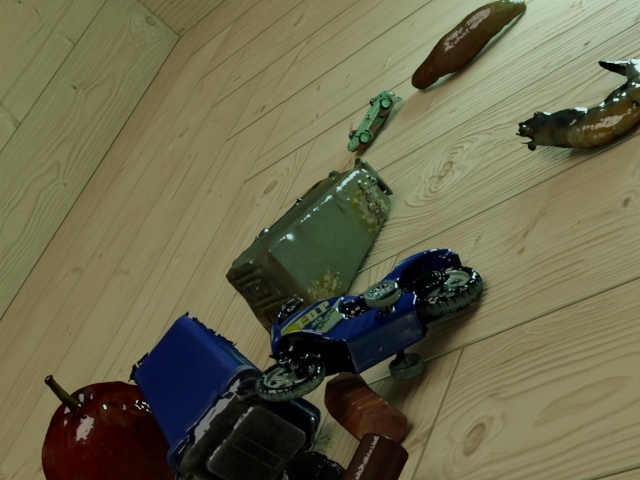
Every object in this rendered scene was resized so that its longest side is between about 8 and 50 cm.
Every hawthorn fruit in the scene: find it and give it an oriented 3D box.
[{"bbox_3d":[-0.285,0.281,1.959,0.210,0.266,0.230,-44,28,1],"label":"hawthorn fruit"}]

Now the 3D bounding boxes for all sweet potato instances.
[{"bbox_3d":[0.215,-0.302,2.272,0.255,0.058,0.078,-38,5,39],"label":"sweet potato"}]

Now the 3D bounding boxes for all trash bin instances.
[{"bbox_3d":[-0.135,0.215,1.826,0.184,0.162,0.234,-51,38,2],"label":"trash bin"}]

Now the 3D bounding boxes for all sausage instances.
[{"bbox_3d":[0.045,0.195,1.689,0.065,0.065,0.169,-51,18,-3],"label":"sausage"}]

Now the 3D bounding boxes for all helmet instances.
[{"bbox_3d":[-0.004,0.283,1.657,0.065,0.049,0.084,-22,34,-28],"label":"helmet"}]

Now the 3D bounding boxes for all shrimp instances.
[{"bbox_3d":[0.328,-0.166,1.763,0.217,0.051,0.150,-3,46,56],"label":"shrimp"}]

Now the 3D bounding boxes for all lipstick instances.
[{"bbox_3d":[-0.008,0.353,1.428,0.057,0.057,0.356,-19,36,57],"label":"lipstick"}]

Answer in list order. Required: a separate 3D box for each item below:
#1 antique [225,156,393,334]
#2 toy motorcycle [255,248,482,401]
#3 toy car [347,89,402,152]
[{"bbox_3d":[0.000,0.000,2.093,0.125,0.150,0.284,-21,25,48],"label":"antique"},{"bbox_3d":[0.046,0.096,1.720,0.315,0.113,0.169,-27,22,-18],"label":"toy motorcycle"},{"bbox_3d":[0.086,-0.194,2.396,0.122,0.035,0.059,-60,19,-3],"label":"toy car"}]
